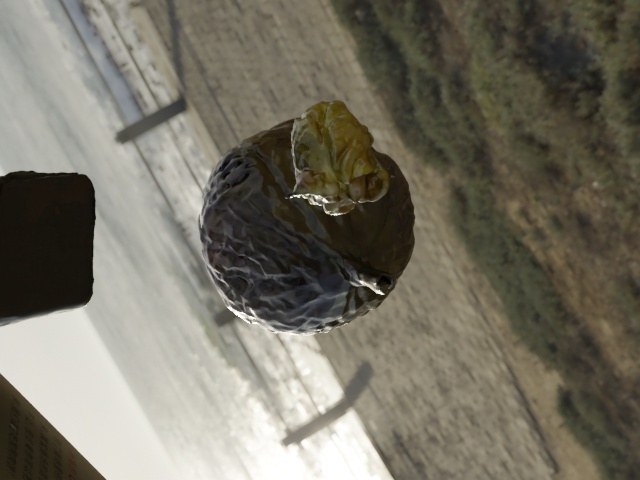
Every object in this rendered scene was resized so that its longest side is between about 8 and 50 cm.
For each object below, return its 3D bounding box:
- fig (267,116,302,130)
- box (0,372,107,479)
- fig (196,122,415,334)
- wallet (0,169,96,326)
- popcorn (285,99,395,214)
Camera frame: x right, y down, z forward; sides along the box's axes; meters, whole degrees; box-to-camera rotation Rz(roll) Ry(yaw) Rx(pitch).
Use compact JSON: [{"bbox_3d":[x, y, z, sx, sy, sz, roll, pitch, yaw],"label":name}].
[{"bbox_3d":[-0.045,-0.087,1.700,0.205,0.205,0.205,55,167,19],"label":"fig"},{"bbox_3d":[-0.308,0.344,0.961,0.312,0.300,0.314,51,-178,-22],"label":"box"},{"bbox_3d":[0.000,0.000,1.384,0.286,0.286,0.368,63,173,-16],"label":"fig"},{"bbox_3d":[-0.358,0.021,1.127,0.042,0.309,0.165,22,112,41],"label":"wallet"},{"bbox_3d":[0.001,-0.051,0.800,0.084,0.084,0.084,55,167,19],"label":"popcorn"}]
